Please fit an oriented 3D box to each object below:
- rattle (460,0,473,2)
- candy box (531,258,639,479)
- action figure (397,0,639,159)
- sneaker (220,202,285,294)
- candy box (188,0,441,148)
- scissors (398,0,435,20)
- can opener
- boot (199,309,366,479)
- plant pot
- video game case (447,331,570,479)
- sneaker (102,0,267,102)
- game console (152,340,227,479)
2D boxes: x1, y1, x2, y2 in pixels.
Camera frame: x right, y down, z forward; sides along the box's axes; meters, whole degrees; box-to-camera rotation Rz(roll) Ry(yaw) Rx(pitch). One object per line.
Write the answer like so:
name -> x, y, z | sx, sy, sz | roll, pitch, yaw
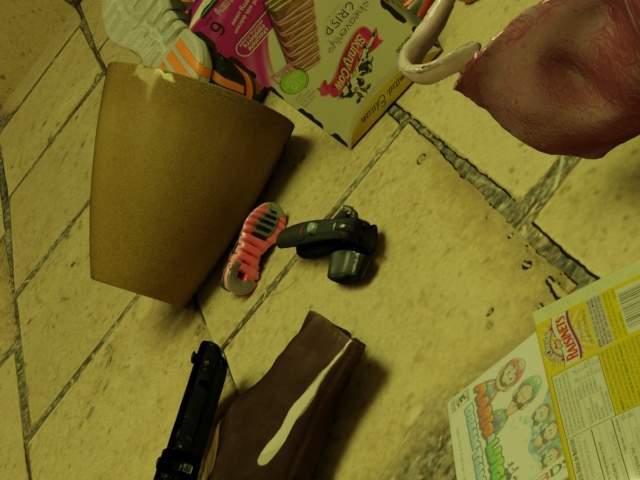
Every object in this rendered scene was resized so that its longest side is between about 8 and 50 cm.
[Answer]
rattle -> 0.230, -0.364, 1.552 | 0.130, 0.142, 0.199 | 17, 53, 33
candy box -> 0.205, 0.095, 0.952 | 0.105, 0.027, 0.206 | -30, 30, 19
action figure -> 0.252, -0.183, 0.965 | 0.248, 0.276, 0.370 | -63, 5, -12
sneaker -> -0.082, 0.010, 1.632 | 0.119, 0.047, 0.057 | -61, 13, -18
candy box -> -0.007, -0.232, 1.565 | 0.159, 0.233, 0.071 | -48, 24, 19
scissors -> 0.166, -0.342, 1.651 | 0.297, 0.021, 0.109 | -50, 22, 14
can opener -> 0.000, 0.000, 1.460 | 0.073, 0.059, 0.186 | -60, 24, -11
boot -> -0.029, 0.171, 1.239 | 0.206, 0.090, 0.248 | -57, 19, 3
plant pot -> -0.179, -0.056, 1.716 | 0.237, 0.237, 0.254 | 8, 80, 64
video game case -> 0.153, 0.134, 1.037 | 0.143, 0.019, 0.157 | -43, 26, 25
sneaker -> -0.184, -0.277, 2.000 | 0.124, 0.180, 0.321 | -47, 51, 21
game console -> -0.144, 0.243, 1.344 | 0.361, 0.044, 0.213 | -76, 5, -57
